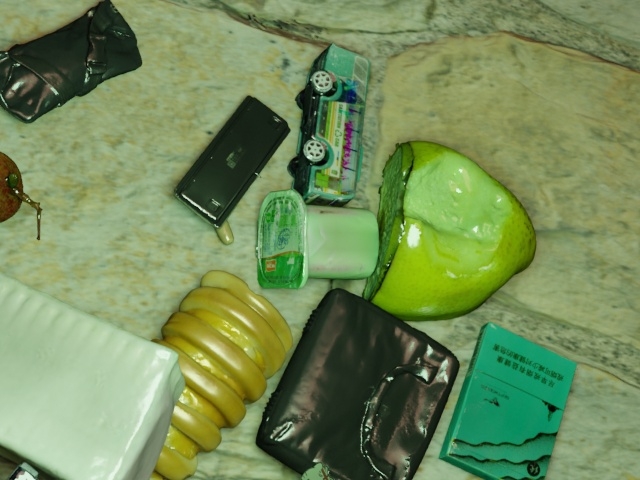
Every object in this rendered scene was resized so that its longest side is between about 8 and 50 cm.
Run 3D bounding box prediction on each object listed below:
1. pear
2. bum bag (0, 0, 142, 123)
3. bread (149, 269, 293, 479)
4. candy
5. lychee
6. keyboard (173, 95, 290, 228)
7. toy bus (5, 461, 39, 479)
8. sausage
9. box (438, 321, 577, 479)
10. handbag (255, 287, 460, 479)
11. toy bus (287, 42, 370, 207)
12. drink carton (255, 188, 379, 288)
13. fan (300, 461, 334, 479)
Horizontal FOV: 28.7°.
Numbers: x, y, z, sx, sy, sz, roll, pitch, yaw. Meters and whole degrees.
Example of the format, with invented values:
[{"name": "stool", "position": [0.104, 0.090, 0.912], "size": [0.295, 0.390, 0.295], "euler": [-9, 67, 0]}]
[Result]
[{"name": "pear", "position": [0.205, -0.004, 1.902], "size": [0.292, 0.159, 0.292], "euler": [8, 69, -20]}, {"name": "bum bag", "position": [-0.377, -0.267, 1.850], "size": [0.248, 0.060, 0.123], "euler": [-36, 85, -26]}, {"name": "bread", "position": [-0.172, 0.194, 1.729], "size": [0.173, 0.121, 0.311], "euler": [38, 67, -3]}, {"name": "candy", "position": [-0.359, 0.185, 1.592], "size": [0.359, 0.145, 0.208], "euler": [23, 67, 14]}, {"name": "lychee", "position": [-0.451, -0.070, 1.736], "size": [0.140, 0.101, 0.114], "euler": [3, 103, -4]}, {"name": "keyboard", "position": [-0.129, -0.120, 1.885], "size": [0.094, 0.025, 0.230], "euler": [38, 56, -7]}, {"name": "toy bus", "position": [-0.371, 0.387, 1.506], "size": [0.138, 0.287, 0.175], "euler": [39, 64, -3]}, {"name": "sausage", "position": [-0.161, -0.053, 1.869], "size": [0.024, 0.024, 0.132], "euler": [-19, 79, -23]}, {"name": "box", "position": [0.287, 0.258, 1.903], "size": [0.161, 0.042, 0.226], "euler": [25, 66, -8]}, {"name": "handbag", "position": [0.055, 0.233, 1.812], "size": [0.244, 0.088, 0.275], "euler": [29, 64, -8]}, {"name": "toy bus", "position": [0.013, -0.173, 1.935], "size": [0.109, 0.091, 0.261], "euler": [15, 70, -21]}, {"name": "drink carton", "position": [0.000, 0.000, 1.843], "size": [0.142, 0.146, 0.144], "euler": [1, 88, -29]}, {"name": "fan", "position": [-0.015, 0.343, 1.716], "size": [0.083, 0.004, 0.056], "euler": [-39, 54, 14]}]
